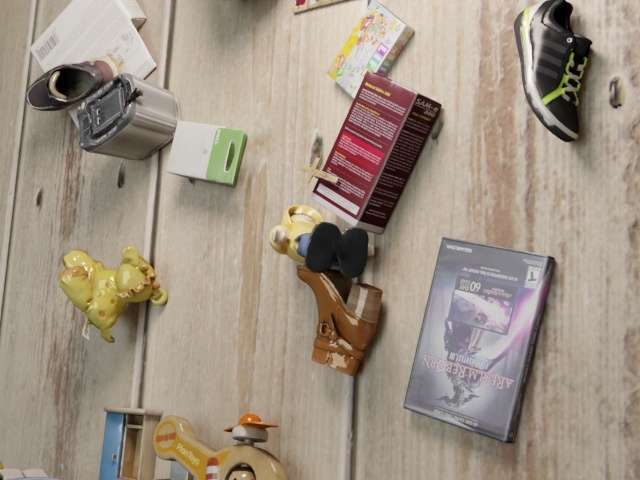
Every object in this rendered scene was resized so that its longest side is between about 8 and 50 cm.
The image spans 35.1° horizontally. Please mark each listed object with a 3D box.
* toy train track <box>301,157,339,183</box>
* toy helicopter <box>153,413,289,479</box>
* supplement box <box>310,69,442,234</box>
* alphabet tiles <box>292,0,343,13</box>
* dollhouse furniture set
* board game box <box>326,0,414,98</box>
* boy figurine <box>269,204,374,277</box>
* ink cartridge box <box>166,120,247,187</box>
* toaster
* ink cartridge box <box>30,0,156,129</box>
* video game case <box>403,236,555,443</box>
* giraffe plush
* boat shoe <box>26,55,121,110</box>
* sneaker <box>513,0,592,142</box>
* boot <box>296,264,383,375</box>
[{"bbox_3d":[0.002,-0.110,1.699,0.083,0.014,0.048,24,90,41],"label":"toy train track"},{"bbox_3d":[-0.179,0.385,1.762,0.355,0.140,0.235,23,92,45],"label":"toy helicopter"},{"bbox_3d":[0.090,-0.147,1.682,0.130,0.073,0.239,35,105,43],"label":"supplement box"},{"bbox_3d":[0.044,-0.534,1.869,0.237,0.009,0.198,-1,78,43],"label":"alphabet tiles"},{"bbox_3d":[-0.434,0.407,1.879,0.286,0.303,0.198,-5,77,43],"label":"dollhouse furniture set"},{"bbox_3d":[0.085,-0.329,1.765,0.154,0.026,0.103,-56,49,17],"label":"board game box"},{"bbox_3d":[0.000,0.000,1.678,0.285,0.177,0.092,-145,65,-75],"label":"boy figurine"},{"bbox_3d":[-0.206,-0.167,1.976,0.209,0.062,0.109,13,88,44],"label":"ink cartridge box"},{"bbox_3d":[-0.394,-0.257,2.117,0.227,0.146,0.129,-29,62,36],"label":"toaster"},{"bbox_3d":[-0.508,-0.425,2.327,0.296,0.066,0.261,-36,83,32],"label":"ink cartridge box"},{"bbox_3d":[0.232,0.142,1.509,0.196,0.026,0.274,12,87,45],"label":"video game case"},{"bbox_3d":[-0.411,0.088,2.054,0.170,0.181,0.210,-30,47,10],"label":"giraffe plush"},{"bbox_3d":[-0.578,-0.353,2.292,0.285,0.092,0.102,-7,99,33],"label":"boat shoe"},{"bbox_3d":[0.346,-0.259,1.461,0.097,0.084,0.234,-26,63,35],"label":"sneaker"},{"bbox_3d":[0.011,0.128,1.692,0.197,0.073,0.152,24,100,47],"label":"boot"}]
